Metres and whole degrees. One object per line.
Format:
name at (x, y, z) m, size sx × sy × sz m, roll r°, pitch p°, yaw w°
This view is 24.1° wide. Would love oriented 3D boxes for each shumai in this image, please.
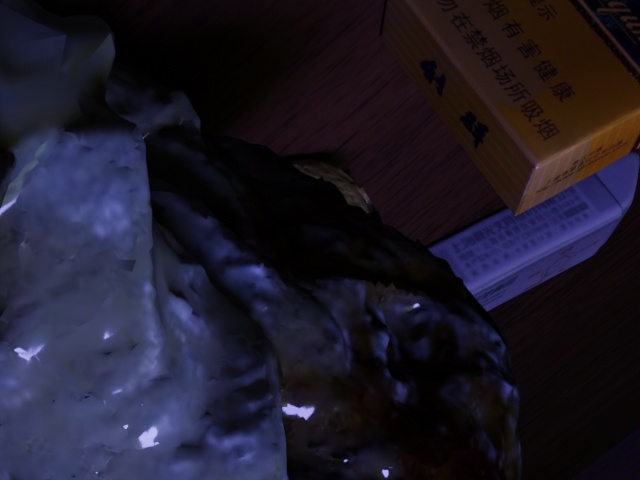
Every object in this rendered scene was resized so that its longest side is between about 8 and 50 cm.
shumai at (-0.118, 0.044, 0.686) m, size 0.395 × 0.395 × 0.348 m, roll -33°, pitch 134°, yaw -5°

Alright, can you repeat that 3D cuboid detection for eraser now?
eraser at (0.160, 0.019, 1.360) m, size 0.352 × 0.061 × 0.089 m, roll -25°, pitch 158°, yaw -25°

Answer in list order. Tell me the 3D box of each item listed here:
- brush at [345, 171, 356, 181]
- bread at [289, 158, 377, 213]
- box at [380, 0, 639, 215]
brush at (0.000, 0.000, 1.141) m, size 0.043 × 0.014 × 0.170 m, roll -26°, pitch 158°, yaw -18°
bread at (-0.012, 0.052, 0.960) m, size 0.102 × 0.245 × 0.094 m, roll 21°, pitch 128°, yaw -16°
box at (0.176, -0.137, 0.921) m, size 0.237 × 0.152 × 0.070 m, roll -29°, pitch 158°, yaw -15°
